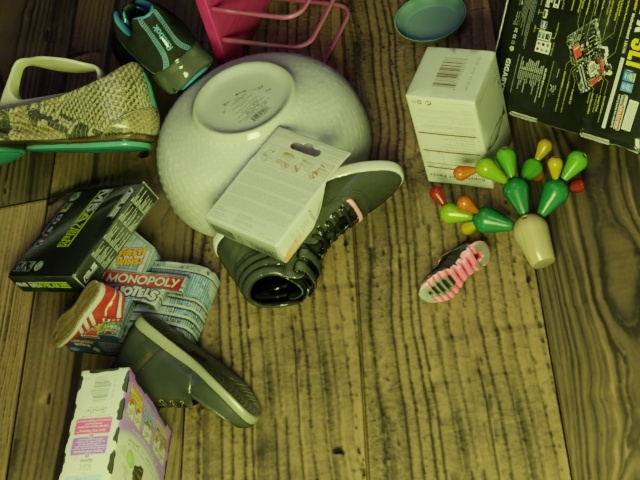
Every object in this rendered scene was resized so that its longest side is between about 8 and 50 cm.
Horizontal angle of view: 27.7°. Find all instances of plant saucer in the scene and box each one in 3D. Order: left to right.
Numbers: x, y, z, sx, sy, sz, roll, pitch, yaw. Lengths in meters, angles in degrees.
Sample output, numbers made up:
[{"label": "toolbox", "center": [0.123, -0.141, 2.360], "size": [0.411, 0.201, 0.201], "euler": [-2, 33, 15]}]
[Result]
[{"label": "plant saucer", "center": [0.182, -0.361, 2.129], "size": [0.119, 0.021, 0.119], "euler": [-9, 49, 11]}]

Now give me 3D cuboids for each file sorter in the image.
[{"label": "file sorter", "center": [-0.079, -0.429, 2.094], "size": [0.182, 0.290, 0.202], "euler": [9, 54, 21]}]

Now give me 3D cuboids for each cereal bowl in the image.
[{"label": "cereal bowl", "center": [-0.098, -0.171, 1.980], "size": [0.339, 0.141, 0.339], "euler": [-9, 48, 10]}]

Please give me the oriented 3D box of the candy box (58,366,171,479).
[{"label": "candy box", "center": [-0.256, 0.286, 1.626], "size": [0.070, 0.165, 0.196], "euler": [-7, 49, 13]}]

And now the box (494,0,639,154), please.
[{"label": "box", "center": [0.390, -0.311, 1.845], "size": [0.257, 0.322, 0.079], "euler": [20, 18, 30]}]

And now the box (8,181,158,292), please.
[{"label": "box", "center": [-0.357, -0.004, 1.944], "size": [0.184, 0.045, 0.190], "euler": [-3, 45, 49]}]

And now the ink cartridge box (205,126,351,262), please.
[{"label": "ink cartridge box", "center": [-0.055, -0.066, 1.815], "size": [0.145, 0.045, 0.179], "euler": [23, 63, 37]}]

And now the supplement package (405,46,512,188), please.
[{"label": "supplement package", "center": [0.201, -0.175, 1.859], "size": [0.105, 0.179, 0.105], "euler": [8, 54, 24]}]

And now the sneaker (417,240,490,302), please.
[{"label": "sneaker", "center": [0.176, 0.040, 1.785], "size": [0.119, 0.047, 0.057], "euler": [-37, 28, -15]}]

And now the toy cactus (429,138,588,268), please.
[{"label": "toy cactus", "center": [0.275, -0.043, 1.797], "size": [0.219, 0.112, 0.180], "euler": [-17, 67, 0]}]

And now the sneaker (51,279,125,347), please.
[{"label": "sneaker", "center": [-0.319, 0.109, 1.806], "size": [0.118, 0.067, 0.042], "euler": [-48, 50, 17]}]

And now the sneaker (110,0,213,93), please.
[{"label": "sneaker", "center": [-0.281, -0.346, 2.136], "size": [0.125, 0.139, 0.341], "euler": [-41, 26, -10]}]

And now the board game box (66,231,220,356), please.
[{"label": "board game box", "center": [-0.254, 0.075, 1.875], "size": [0.194, 0.060, 0.194], "euler": [3, 53, 20]}]

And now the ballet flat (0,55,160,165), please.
[{"label": "ballet flat", "center": [-0.489, -0.198, 2.089], "size": [0.483, 0.164, 0.182], "euler": [-10, 87, 14]}]

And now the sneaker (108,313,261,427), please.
[{"label": "sneaker", "center": [-0.186, 0.207, 1.744], "size": [0.222, 0.083, 0.118], "euler": [36, 100, 21]}]

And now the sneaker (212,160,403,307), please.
[{"label": "sneaker", "center": [0.000, 0.000, 1.834], "size": [0.296, 0.104, 0.147], "euler": [-26, 50, 4]}]
